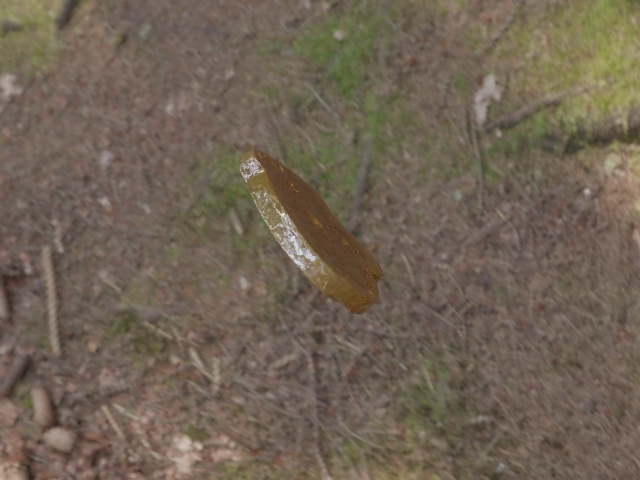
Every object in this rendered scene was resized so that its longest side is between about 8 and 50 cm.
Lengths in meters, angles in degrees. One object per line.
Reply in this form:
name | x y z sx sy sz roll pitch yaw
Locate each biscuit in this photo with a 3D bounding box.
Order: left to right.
biscuit | -0.001 0.001 0.870 0.023 0.118 0.140 -44 40 13
